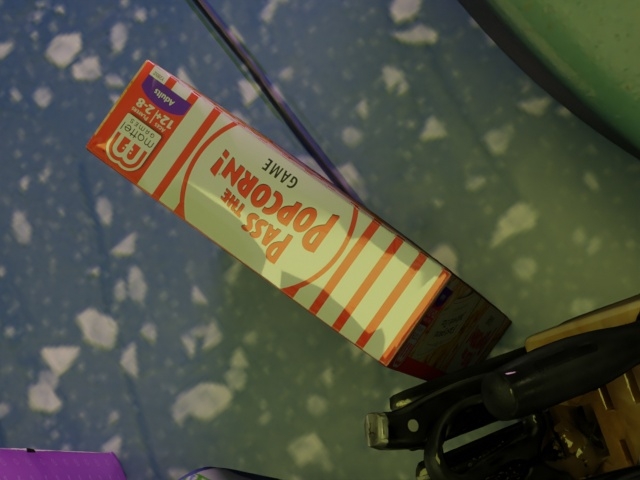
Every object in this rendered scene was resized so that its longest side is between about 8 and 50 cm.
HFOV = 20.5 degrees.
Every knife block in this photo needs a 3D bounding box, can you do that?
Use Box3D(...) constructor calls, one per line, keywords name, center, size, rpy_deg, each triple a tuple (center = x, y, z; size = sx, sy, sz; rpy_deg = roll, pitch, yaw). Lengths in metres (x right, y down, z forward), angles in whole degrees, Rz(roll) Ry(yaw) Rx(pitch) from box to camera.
Box3D(name="knife block", center=(0.162, 0.054, 0.670), size=(0.276, 0.242, 0.088), rpy_deg=(-20, 87, 9))

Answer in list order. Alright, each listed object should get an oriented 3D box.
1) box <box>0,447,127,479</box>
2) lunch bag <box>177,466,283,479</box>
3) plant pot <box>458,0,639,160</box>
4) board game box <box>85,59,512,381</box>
Box3D(name="box", center=(-0.236, 0.179, 0.769), size=(0.293, 0.201, 0.057), rpy_deg=(-28, 77, 8))
Box3D(name="lunch bag", center=(-0.117, 0.216, 0.715), size=(0.303, 0.243, 0.115), rpy_deg=(-38, 76, 5))
Box3D(name="plant pot", center=(0.168, -0.146, 0.710), size=(0.247, 0.248, 0.252), rpy_deg=(-36, 94, 6))
Box3D(name="board game box", center=(0.000, 0.000, 0.743), size=(0.147, 0.193, 0.045), rpy_deg=(36, 91, 15))
